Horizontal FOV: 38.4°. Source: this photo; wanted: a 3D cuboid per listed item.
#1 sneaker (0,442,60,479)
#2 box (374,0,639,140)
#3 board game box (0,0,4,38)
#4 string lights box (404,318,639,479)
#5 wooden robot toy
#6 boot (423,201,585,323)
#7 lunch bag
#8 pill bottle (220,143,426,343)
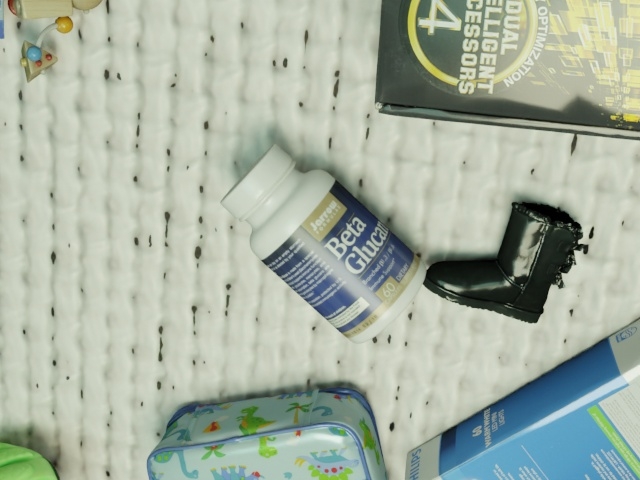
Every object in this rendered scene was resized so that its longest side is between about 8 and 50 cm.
[{"bbox_3d":[-0.399,0.385,0.972,0.202,0.185,0.483,35,116,-25],"label":"sneaker"},{"bbox_3d":[0.205,-0.263,0.589,0.318,0.097,0.394,8,114,11],"label":"box"},{"bbox_3d":[-0.295,-0.219,0.761,0.090,0.020,0.090,21,115,34],"label":"board game box"},{"bbox_3d":[0.218,0.200,0.834,0.260,0.077,0.133,-34,102,19],"label":"string lights box"},{"bbox_3d":[-0.216,-0.218,0.761,0.079,0.076,0.173,-10,113,-25],"label":"wooden robot toy"},{"bbox_3d":[0.158,0.013,0.789,0.121,0.045,0.099,17,115,-6],"label":"boot"},{"bbox_3d":[-0.045,0.239,0.883,0.219,0.090,0.176,-12,107,13],"label":"lunch bag"},{"bbox_3d":[0.000,0.000,0.781,0.169,0.094,0.094,42,111,-8],"label":"pill bottle"}]
